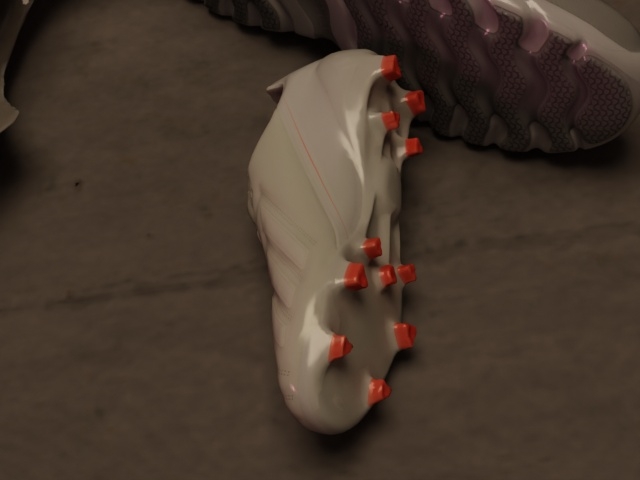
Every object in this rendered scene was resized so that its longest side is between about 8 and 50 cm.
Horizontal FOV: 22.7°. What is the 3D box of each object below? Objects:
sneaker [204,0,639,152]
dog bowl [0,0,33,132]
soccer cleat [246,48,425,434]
[{"bbox_3d":[0.046,-0.141,0.767,0.281,0.105,0.115,31,62,29],"label":"sneaker"},{"bbox_3d":[-0.266,-0.183,0.721,0.102,0.349,0.349,-13,37,49],"label":"dog bowl"},{"bbox_3d":[0.000,0.000,0.694,0.076,0.068,0.196,-12,50,26],"label":"soccer cleat"}]
